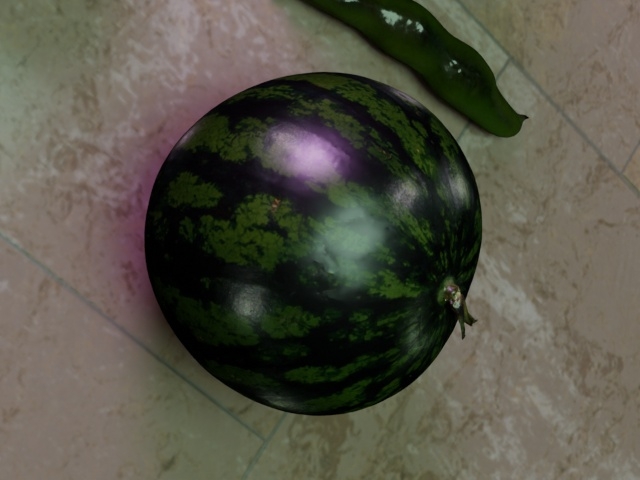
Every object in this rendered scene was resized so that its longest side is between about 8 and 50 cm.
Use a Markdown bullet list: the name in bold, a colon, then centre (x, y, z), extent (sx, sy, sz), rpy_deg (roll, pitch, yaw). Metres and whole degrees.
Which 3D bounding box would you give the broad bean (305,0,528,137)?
- **broad bean**: centre (0.084, -0.177, 1.228), extent (0.297, 0.043, 0.060), rpy_deg (30, 88, -28)

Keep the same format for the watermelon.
- **watermelon**: centre (-0.004, -0.002, 1.066), extent (0.269, 0.269, 0.269), rpy_deg (-1, 93, -31)
